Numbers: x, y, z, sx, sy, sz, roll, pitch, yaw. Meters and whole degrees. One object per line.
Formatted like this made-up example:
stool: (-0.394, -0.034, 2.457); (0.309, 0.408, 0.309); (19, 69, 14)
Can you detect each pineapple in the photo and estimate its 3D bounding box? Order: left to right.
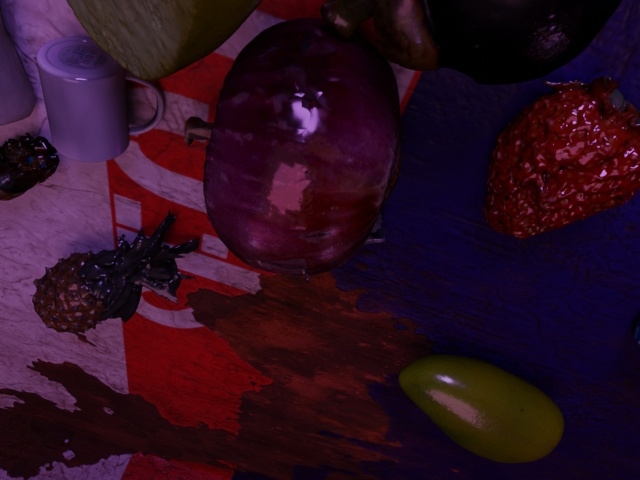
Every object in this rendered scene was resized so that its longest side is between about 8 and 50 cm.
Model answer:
pineapple: (-0.374, 0.071, 0.868); (0.365, 0.165, 0.165); (-19, 127, 30)

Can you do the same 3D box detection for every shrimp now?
shrimp: (-0.539, -0.157, 0.748); (0.291, 0.054, 0.222); (-5, 134, 32)

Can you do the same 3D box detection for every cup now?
cup: (-0.292, -0.188, 0.633); (0.099, 0.136, 0.133); (43, 141, 21)

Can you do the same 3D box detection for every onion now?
onion: (-0.023, -0.103, 0.525); (0.273, 0.256, 0.230); (-7, 154, -8)

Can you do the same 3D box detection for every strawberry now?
strawberry: (0.268, -0.077, 0.565); (0.174, 0.097, 0.228); (35, 133, -19)

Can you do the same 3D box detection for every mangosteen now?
mangosteen: (0.112, -0.222, 0.380); (0.250, 0.211, 0.211); (-8, 132, 23)

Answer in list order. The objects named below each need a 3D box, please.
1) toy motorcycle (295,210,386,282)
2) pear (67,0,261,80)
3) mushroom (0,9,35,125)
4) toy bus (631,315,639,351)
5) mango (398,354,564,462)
toy motorcycle: (0.000, 0.000, 0.742); (0.216, 0.080, 0.122); (-11, 131, 21)
pear: (-0.134, -0.271, 0.413); (0.293, 0.159, 0.292); (31, 142, 28)
mushroom: (-0.453, -0.301, 0.528); (0.178, 0.126, 0.397); (26, 141, 1)
toy bus: (0.590, 0.161, 0.717); (0.185, 0.106, 0.090); (6, 139, 10)
mango: (0.308, 0.326, 0.939); (0.343, 0.156, 0.192); (28, 128, -8)
